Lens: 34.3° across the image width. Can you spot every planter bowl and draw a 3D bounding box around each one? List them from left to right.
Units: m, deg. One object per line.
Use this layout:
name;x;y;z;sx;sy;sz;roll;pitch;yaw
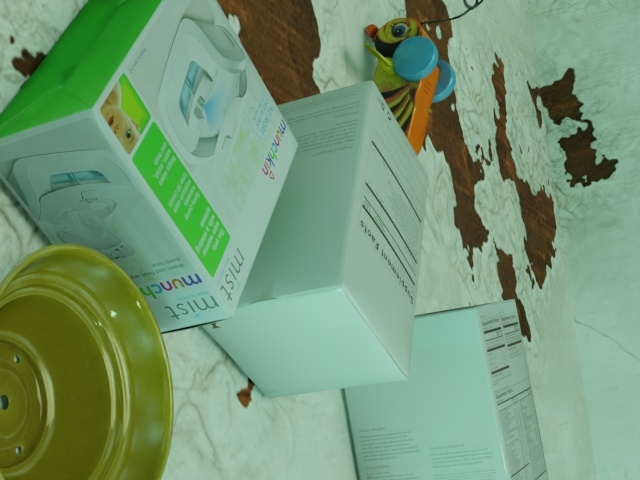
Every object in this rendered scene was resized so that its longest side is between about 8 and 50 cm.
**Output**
planter bowl;-0.207;0.116;0.770;0.217;0.090;0.217;36;49;-56

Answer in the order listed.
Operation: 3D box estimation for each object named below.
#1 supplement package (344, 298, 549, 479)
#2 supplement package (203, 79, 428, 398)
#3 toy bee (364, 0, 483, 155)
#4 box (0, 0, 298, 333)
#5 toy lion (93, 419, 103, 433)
supplement package;0.165;0.226;1.371;0.198;0.199;0.263;0;80;-65
supplement package;0.000;0.000;1.150;0.175;0.177;0.293;54;35;-41
toy bee;0.134;-0.274;1.622;0.298;0.162;0.195;-54;140;-26
box;-0.149;-0.084;0.943;0.231;0.126;0.262;59;30;-31
toy lion;-0.182;0.199;0.862;0.100;0.034;0.096;-75;151;-44
